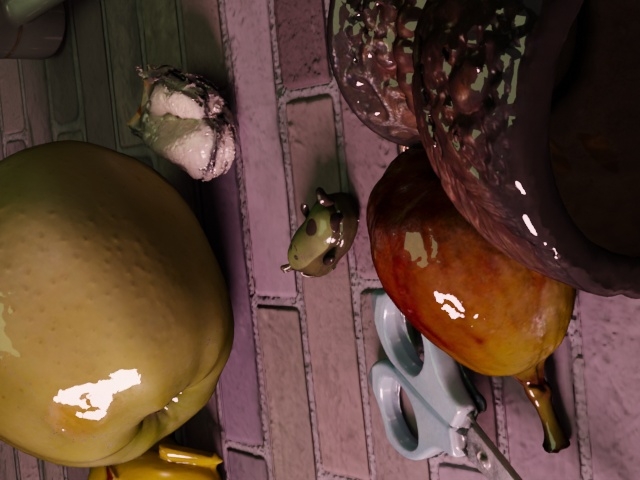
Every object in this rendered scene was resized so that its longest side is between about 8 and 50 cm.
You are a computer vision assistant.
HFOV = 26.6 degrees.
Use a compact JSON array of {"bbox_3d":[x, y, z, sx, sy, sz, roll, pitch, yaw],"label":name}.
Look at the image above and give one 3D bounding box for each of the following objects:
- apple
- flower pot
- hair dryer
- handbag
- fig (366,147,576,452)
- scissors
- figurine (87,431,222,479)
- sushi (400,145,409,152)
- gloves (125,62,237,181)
[{"bbox_3d":[-0.267,0.078,1.493,0.357,0.357,0.357,16,110,54],"label":"apple"},{"bbox_3d":[0.149,-0.125,0.891,0.267,0.267,0.266,32,122,54],"label":"flower pot"},{"bbox_3d":[-0.350,-0.326,1.713,0.357,0.173,0.107,-20,81,43],"label":"hair dryer"},{"bbox_3d":[0.000,0.000,1.327,0.111,0.047,0.072,-55,51,43],"label":"handbag"},{"bbox_3d":[0.140,0.052,1.058,0.274,0.146,0.170,62,-174,-21],"label":"fig"},{"bbox_3d":[0.134,0.171,1.139,0.360,0.029,0.191,45,141,49],"label":"scissors"},{"bbox_3d":[-0.202,0.385,1.600,0.218,0.169,0.326,20,112,59],"label":"figurine"},{"bbox_3d":[0.101,-0.153,1.086,0.103,0.097,0.226,-121,37,-56],"label":"sushi"},{"bbox_3d":[-0.146,-0.135,1.500,0.153,0.070,0.114,34,116,40],"label":"gloves"}]
